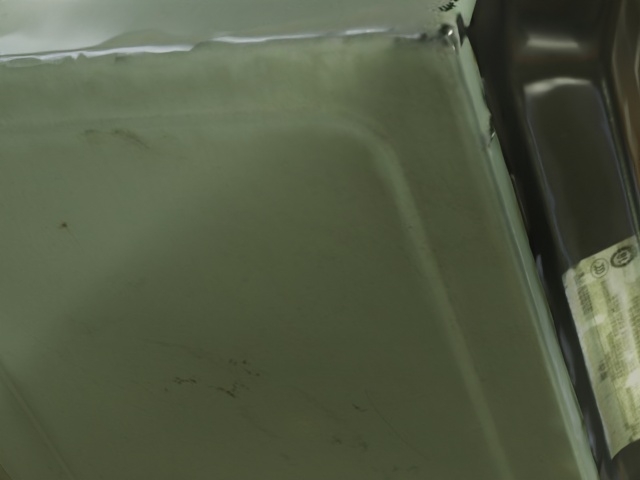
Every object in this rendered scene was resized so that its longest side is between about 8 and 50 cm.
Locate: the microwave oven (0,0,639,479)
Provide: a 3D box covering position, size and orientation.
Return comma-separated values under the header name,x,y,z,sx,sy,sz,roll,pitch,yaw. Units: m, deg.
name,x,y,z,sx,sy,sz,roll,pitch,yaw
microwave oven,0.000,0.000,0.593,0.218,0.286,0.355,-70,147,-41
